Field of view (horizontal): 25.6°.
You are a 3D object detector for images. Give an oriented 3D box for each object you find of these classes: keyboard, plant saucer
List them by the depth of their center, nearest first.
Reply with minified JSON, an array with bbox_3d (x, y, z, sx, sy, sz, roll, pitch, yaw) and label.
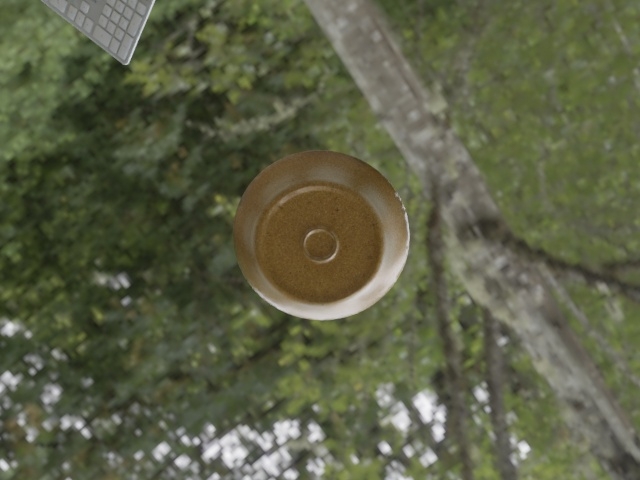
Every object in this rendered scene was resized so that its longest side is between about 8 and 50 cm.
[{"bbox_3d":[0.000,0.000,0.658,0.083,0.083,0.015,-30,-167,10],"label":"plant saucer"},{"bbox_3d":[-0.254,-0.260,1.307,0.014,0.256,0.072,-10,134,-60],"label":"keyboard"}]
